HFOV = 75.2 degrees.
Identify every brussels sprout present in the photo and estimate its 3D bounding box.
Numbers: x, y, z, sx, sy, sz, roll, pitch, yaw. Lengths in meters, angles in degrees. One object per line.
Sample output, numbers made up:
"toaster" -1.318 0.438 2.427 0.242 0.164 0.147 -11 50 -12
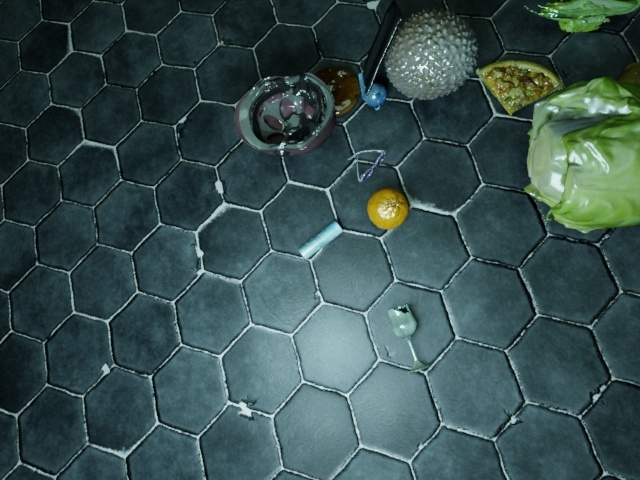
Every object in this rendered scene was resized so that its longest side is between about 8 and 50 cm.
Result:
"brussels sprout" 0.808 -0.237 1.174 0.360 0.342 0.426 -1 78 6

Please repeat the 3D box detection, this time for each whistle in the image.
"whistle" 0.191 -0.532 1.474 0.090 0.090 0.158 -9 74 7

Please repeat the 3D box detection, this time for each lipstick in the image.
"lipstick" 0.000 0.000 1.391 0.157 0.048 0.048 -38 74 -1

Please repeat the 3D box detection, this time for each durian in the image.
"durian" 0.885 -0.775 1.413 0.374 0.106 0.132 -3 78 7

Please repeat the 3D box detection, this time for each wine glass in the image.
"wine glass" 0.266 0.293 1.261 0.079 0.079 0.196 -19 75 4

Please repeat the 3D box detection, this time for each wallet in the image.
"wallet" 0.197 -0.645 1.361 0.041 0.247 0.323 16 40 -10

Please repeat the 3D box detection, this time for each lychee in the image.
"lychee" 0.359 -0.593 1.359 0.299 0.300 0.300 -2 76 8

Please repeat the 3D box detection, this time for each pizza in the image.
"pizza" 0.668 -0.525 1.411 0.291 0.058 0.197 19 81 13

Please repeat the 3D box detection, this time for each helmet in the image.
"helmet" -0.103 -0.413 1.432 0.337 0.197 0.271 -15 82 11

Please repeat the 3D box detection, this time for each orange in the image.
"orange" 0.219 -0.106 1.348 0.135 0.117 0.136 -3 69 7

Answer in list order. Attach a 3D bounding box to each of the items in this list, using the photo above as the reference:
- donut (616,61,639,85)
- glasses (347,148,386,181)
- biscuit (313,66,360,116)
"donut" 0.989 -0.432 1.236 0.208 0.261 0.128 41 97 -12
"glasses" 0.147 -0.280 1.430 0.103 0.062 0.140 42 85 17
"biscuit" 0.040 -0.546 1.525 0.211 0.036 0.212 -2 76 9
